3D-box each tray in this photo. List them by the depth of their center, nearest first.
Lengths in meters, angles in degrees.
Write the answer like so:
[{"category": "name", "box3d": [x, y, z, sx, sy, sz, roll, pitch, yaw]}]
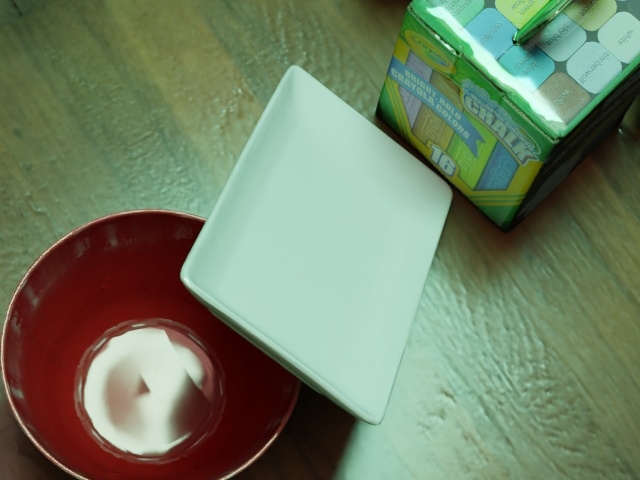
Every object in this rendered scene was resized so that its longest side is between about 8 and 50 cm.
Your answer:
[{"category": "tray", "box3d": [0.000, 0.000, 1.138, 0.145, 0.030, 0.270, 37, 34, -10]}]

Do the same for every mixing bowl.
[{"category": "mixing bowl", "box3d": [-0.104, 0.081, 1.137, 0.181, 0.098, 0.181, 2, 70, -5]}]

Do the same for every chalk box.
[{"category": "chalk box", "box3d": [0.135, -0.124, 1.179, 0.132, 0.213, 0.132, 44, 71, 10]}]
